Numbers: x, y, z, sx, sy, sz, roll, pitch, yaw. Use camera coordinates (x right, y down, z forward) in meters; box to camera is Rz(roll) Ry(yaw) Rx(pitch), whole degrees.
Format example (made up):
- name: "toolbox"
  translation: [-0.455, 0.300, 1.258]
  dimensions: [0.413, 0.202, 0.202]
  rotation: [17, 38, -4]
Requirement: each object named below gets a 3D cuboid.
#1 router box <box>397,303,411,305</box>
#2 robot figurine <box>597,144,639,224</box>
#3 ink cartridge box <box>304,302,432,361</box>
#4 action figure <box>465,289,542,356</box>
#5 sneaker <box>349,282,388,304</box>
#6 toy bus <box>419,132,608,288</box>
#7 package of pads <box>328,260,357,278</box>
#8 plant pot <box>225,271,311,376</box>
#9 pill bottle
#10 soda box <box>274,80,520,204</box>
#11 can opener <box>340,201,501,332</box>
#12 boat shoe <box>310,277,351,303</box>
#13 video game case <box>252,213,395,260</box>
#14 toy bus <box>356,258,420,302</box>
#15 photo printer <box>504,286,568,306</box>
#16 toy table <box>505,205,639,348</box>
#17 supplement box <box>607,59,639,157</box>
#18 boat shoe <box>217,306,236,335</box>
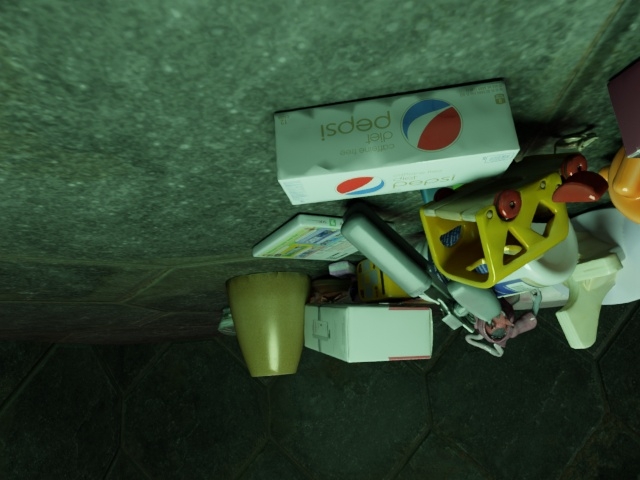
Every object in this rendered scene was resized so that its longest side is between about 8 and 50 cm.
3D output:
- name: "router box"
  translation: [0.268, 0.136, 1.255]
  dimensions: [0.038, 0.092, 0.122]
  rotation: [6, 161, -33]
- name: "robot figurine"
  translation: [0.437, -0.070, 0.521]
  dimensions: [0.220, 0.128, 0.158]
  rotation: [7, 158, -33]
- name: "ink cartridge box"
  translation: [0.101, 0.210, 1.049]
  dimensions: [0.208, 0.117, 0.283]
  rotation: [3, 173, -20]
- name: "action figure"
  translation: [0.487, 0.230, 1.296]
  dimensions: [0.248, 0.275, 0.370]
  rotation: [20, -172, 14]
- name: "sneaker"
  translation: [0.156, 0.173, 1.402]
  dimensions: [0.121, 0.079, 0.217]
  rotation: [-4, 156, 7]
- name: "toy bus"
  translation: [0.213, -0.027, 0.478]
  dimensions: [0.202, 0.104, 0.191]
  rotation: [-12, -162, 23]
- name: "package of pads"
  translation: [0.059, 0.073, 1.079]
  dimensions: [0.050, 0.031, 0.083]
  rotation: [-10, 164, 22]
- name: "plant pot"
  translation: [-0.135, 0.232, 1.184]
  dimensions: [0.238, 0.254, 0.237]
  rotation: [-4, 165, -1]
- name: "pill bottle"
  translation: [0.275, 0.025, 0.754]
  dimensions: [0.153, 0.153, 0.265]
  rotation: [4, 162, -28]
- name: "soda box"
  translation: [0.068, -0.091, 0.425]
  dimensions: [0.216, 0.073, 0.069]
  rotation: [-6, 164, 6]
- name: "can opener"
  translation: [0.161, 0.035, 0.676]
  dimensions: [0.283, 0.076, 0.095]
  rotation: [41, 118, -14]
- name: "boat shoe"
  translation: [0.010, 0.169, 1.298]
  dimensions: [0.105, 0.089, 0.285]
  rotation: [2, 162, -23]
- name: "video game case"
  translation: [0.000, 0.000, 0.822]
  dimensions: [0.194, 0.023, 0.212]
  rotation: [4, 163, -29]
- name: "toy bus"
  translation: [0.262, 0.101, 1.101]
  dimensions: [0.333, 0.108, 0.130]
  rotation: [6, 161, -33]
- name: "photo printer"
  translation: [0.756, 0.158, 1.453]
  dimensions: [0.256, 0.106, 0.307]
  rotation: [-8, 163, 13]
- name: "toy table"
  translation: [0.463, 0.046, 0.785]
  dimensions: [0.161, 0.252, 0.274]
  rotation: [-17, 158, -20]
- name: "supplement box"
  translation: [0.372, -0.126, 0.378]
  dimensions: [0.188, 0.080, 0.104]
  rotation: [-1, 164, -14]
- name: "boat shoe"
  translation: [-0.228, 0.264, 1.585]
  dimensions: [0.321, 0.103, 0.118]
  rotation: [-18, 141, 23]
